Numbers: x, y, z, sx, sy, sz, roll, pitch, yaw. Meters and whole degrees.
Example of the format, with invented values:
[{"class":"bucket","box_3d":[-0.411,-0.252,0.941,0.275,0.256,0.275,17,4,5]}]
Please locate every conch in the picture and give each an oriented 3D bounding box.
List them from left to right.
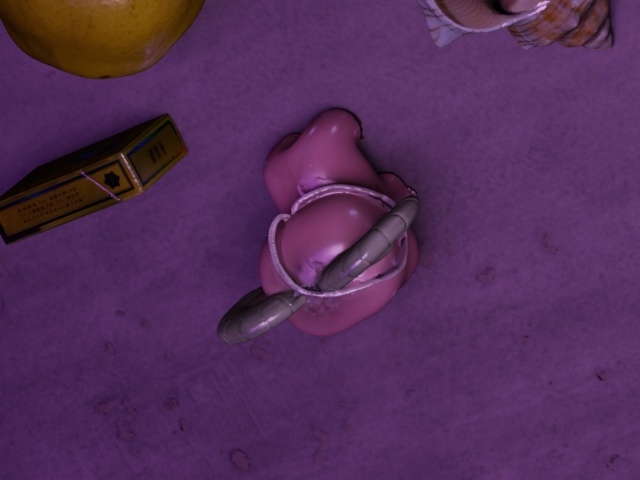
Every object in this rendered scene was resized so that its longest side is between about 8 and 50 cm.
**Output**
[{"class":"conch","box_3d":[0.172,-0.299,1.765,0.386,0.169,0.203,28,83,-18]}]

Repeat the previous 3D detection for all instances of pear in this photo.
[{"class":"pear","box_3d":[-0.252,-0.331,1.868,0.294,0.294,0.294,8,116,17]}]

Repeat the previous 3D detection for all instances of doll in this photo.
[{"class":"doll","box_3d":[0.000,0.000,1.926,0.284,0.268,0.216,-33,101,29]}]

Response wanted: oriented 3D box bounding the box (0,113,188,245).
[{"class":"box","box_3d":[-0.289,-0.076,2.073,0.220,0.141,0.064,-21,104,27]}]
